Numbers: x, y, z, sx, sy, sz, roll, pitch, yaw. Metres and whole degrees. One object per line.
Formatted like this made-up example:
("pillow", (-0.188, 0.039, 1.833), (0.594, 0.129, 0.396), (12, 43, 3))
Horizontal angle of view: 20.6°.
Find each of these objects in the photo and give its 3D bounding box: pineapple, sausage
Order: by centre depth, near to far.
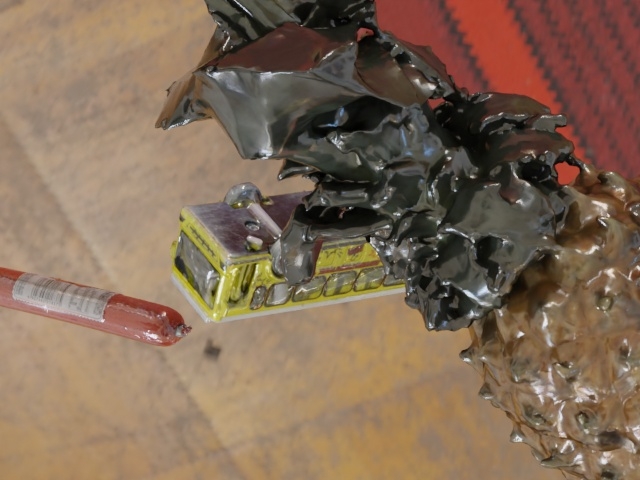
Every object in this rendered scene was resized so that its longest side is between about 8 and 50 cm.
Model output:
("pineapple", (0.052, -0.008, 0.582), (0.237, 0.111, 0.119), (35, 124, -4))
("sausage", (-0.194, 0.047, 1.330), (0.253, 0.034, 0.034), (12, 128, 35))

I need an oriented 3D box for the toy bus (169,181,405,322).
("toy bus", (0.000, 0.000, 1.302), (0.226, 0.081, 0.074), (-9, 133, -38))
